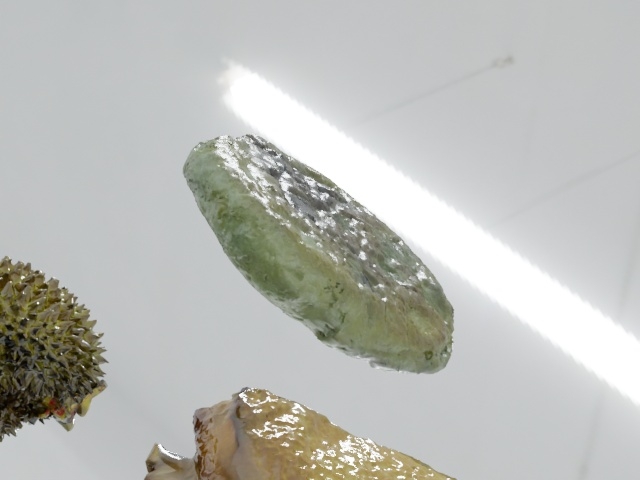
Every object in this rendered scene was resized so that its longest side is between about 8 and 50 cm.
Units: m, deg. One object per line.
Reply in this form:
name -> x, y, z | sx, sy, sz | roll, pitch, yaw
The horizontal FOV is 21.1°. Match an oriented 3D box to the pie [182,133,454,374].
pie -> 0.000, 0.000, 1.623 | 0.070, 0.323, 0.323 | -46, -111, 18

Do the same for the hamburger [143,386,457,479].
hamburger -> 0.006, 0.223, 1.146 | 0.283, 0.156, 0.144 | 27, -61, -9

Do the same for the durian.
durian -> -0.427, 0.133, 2.237 | 0.293, 0.258, 0.258 | 14, -53, 11
